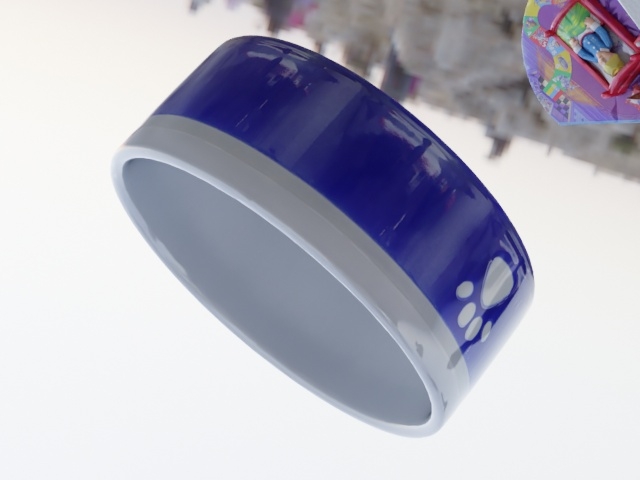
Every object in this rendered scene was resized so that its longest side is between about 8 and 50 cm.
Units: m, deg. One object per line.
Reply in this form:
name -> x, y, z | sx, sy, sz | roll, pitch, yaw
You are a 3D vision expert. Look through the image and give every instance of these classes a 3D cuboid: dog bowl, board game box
dog bowl -> 0.000, 0.000, 1.013 | 0.265, 0.104, 0.265 | 36, 162, 14
board game box -> 0.225, -0.157, 1.287 | 0.169, 0.133, 0.033 | 1, -167, 38

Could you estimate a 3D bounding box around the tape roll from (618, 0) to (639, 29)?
tape roll -> 0.301, -0.225, 0.969 | 0.392, 0.392, 0.072 | 10, 155, -30
